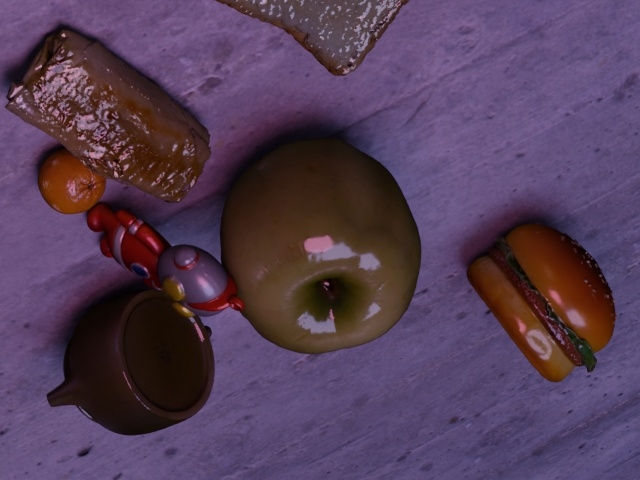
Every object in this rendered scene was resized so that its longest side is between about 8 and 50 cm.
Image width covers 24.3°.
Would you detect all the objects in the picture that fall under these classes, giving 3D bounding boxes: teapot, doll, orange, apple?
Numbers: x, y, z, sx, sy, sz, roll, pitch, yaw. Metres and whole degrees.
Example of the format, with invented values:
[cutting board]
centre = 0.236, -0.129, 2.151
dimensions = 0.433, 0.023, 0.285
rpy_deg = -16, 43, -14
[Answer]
[teapot]
centre = -0.254, 0.166, 1.989
dimensions = 0.175, 0.186, 0.267
rpy_deg = -17, -177, 36
[doll]
centre = -0.187, 0.033, 1.834
dimensions = 0.076, 0.245, 0.142
rpy_deg = -46, 147, -21
[orange]
centre = -0.296, -0.070, 1.778
dimensions = 0.083, 0.070, 0.083
rpy_deg = -29, 133, -37
[apple]
centre = 0.000, 0.000, 1.881
dimensions = 0.279, 0.279, 0.279
rpy_deg = -17, 138, -16

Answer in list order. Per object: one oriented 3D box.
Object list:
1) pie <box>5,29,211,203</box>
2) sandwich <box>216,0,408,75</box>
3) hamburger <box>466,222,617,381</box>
[pie]
centre = -0.244, -0.143, 1.737
dimensions = 0.282, 0.068, 0.129
rpy_deg = 34, 92, -46
[sandwich]
centre = 0.001, -0.339, 1.672
dimensions = 0.273, 0.095, 0.249
rpy_deg = 24, 112, -44
[hamburger]
centre = 0.345, 0.084, 2.219
dimensions = 0.170, 0.246, 0.246
rpy_deg = -40, 139, 8
